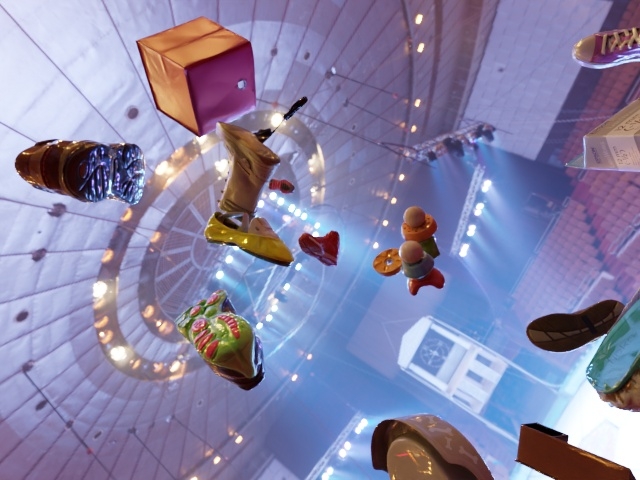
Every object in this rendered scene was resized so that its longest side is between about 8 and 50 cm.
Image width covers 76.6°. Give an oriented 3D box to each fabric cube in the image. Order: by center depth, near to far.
[{"bbox_3d":[-0.400,-0.547,1.355,0.258,0.259,0.254,-40,-27,-31],"label":"fabric cube"}]

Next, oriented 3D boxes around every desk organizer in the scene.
[{"bbox_3d":[0.321,0.280,0.510,0.047,0.130,0.050,13,-96,-34],"label":"desk organizer"}]

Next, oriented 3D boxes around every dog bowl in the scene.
[{"bbox_3d":[0.263,0.570,0.934,0.102,0.348,0.348,-12,-49,-29],"label":"dog bowl"}]

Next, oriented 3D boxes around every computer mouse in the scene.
[{"bbox_3d":[-0.129,-0.309,1.082,0.242,0.041,0.071,-45,15,-8],"label":"computer mouse"}]

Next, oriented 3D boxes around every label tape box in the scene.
[{"bbox_3d":[0.808,-0.285,0.994,0.249,0.347,0.115,-36,-72,-1],"label":"label tape box"}]

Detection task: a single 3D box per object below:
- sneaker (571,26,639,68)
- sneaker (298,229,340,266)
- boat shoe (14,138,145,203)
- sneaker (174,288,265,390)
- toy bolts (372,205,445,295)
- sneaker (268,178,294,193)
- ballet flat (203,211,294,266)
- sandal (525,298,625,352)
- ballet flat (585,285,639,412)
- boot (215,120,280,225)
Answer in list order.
[{"bbox_3d":[0.853,-0.552,1.093,0.161,0.283,0.102,7,-92,-67],"label":"sneaker"},{"bbox_3d":[0.000,0.000,1.544,0.221,0.087,0.127,45,-131,-45],"label":"sneaker"},{"bbox_3d":[-0.417,-0.133,0.741,0.324,0.120,0.122,-145,63,-83],"label":"boat shoe"},{"bbox_3d":[-0.287,0.285,1.166,0.186,0.483,0.202,-30,-70,-16],"label":"sneaker"},{"bbox_3d":[0.232,0.029,1.122,0.158,0.219,0.228,58,-162,-33],"label":"toy bolts"},{"bbox_3d":[-0.122,-0.183,1.375,0.057,0.120,0.047,8,-80,-48],"label":"sneaker"},{"bbox_3d":[-0.138,-0.012,0.769,0.077,0.231,0.077,13,-89,-53],"label":"ballet flat"},{"bbox_3d":[0.476,0.161,0.755,0.180,0.072,0.049,-20,-23,3],"label":"sandal"},{"bbox_3d":[0.521,0.069,0.544,0.147,0.147,0.408,-15,-50,-56],"label":"ballet flat"},{"bbox_3d":[-0.181,-0.149,0.870,0.077,0.213,0.164,-3,-53,-45],"label":"boot"}]
